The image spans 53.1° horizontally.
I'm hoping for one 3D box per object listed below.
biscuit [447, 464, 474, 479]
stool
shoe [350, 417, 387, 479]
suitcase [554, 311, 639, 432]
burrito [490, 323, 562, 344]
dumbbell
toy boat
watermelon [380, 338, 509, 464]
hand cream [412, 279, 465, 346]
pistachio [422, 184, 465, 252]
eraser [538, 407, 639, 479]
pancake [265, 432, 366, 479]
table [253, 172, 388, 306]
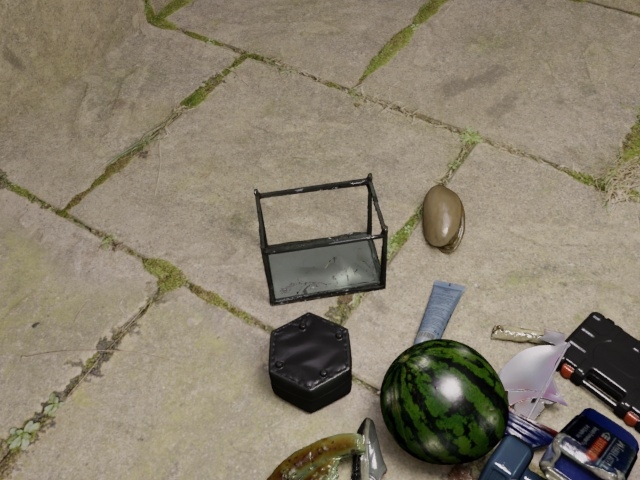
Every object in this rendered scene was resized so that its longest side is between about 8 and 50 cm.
[{"bbox_3d":[0.322,0.563,1.481,0.082,0.016,0.092,-9,50,3],"label":"biscuit"},{"bbox_3d":[-0.026,0.307,1.630,0.233,0.141,0.232,-2,51,3],"label":"stool"},{"bbox_3d":[0.119,0.517,1.506,0.077,0.074,0.194,16,50,-8],"label":"shoe"},{"bbox_3d":[0.752,0.326,1.612,0.206,0.066,0.286,-37,58,-23],"label":"suitcase"},{"bbox_3d":[0.549,0.254,1.703,0.186,0.041,0.045,7,10,11],"label":"burrito"},{"bbox_3d":[0.508,0.565,1.386,0.316,0.156,0.143,31,90,26],"label":"dumbbell"},{"bbox_3d":[0.494,0.352,1.578,0.219,0.072,0.318,5,60,19],"label":"toy boat"},{"bbox_3d":[0.279,0.370,1.475,0.286,0.285,0.285,-2,51,2],"label":"watermelon"},{"bbox_3d":[0.315,0.216,1.741,0.091,0.058,0.271,9,48,26],"label":"hand cream"},{"bbox_3d":[0.368,-0.069,1.927,0.136,0.135,0.225,-2,58,2],"label":"pistachio"},{"bbox_3d":[0.586,0.460,1.370,0.155,0.101,0.332,33,17,29],"label":"eraser"},{"bbox_3d":[-0.044,0.569,1.436,0.376,0.054,0.197,-46,49,-15],"label":"pancake"},{"bbox_3d":[0.000,0.000,1.793,0.335,0.272,0.222,-9,51,-3],"label":"table"}]
